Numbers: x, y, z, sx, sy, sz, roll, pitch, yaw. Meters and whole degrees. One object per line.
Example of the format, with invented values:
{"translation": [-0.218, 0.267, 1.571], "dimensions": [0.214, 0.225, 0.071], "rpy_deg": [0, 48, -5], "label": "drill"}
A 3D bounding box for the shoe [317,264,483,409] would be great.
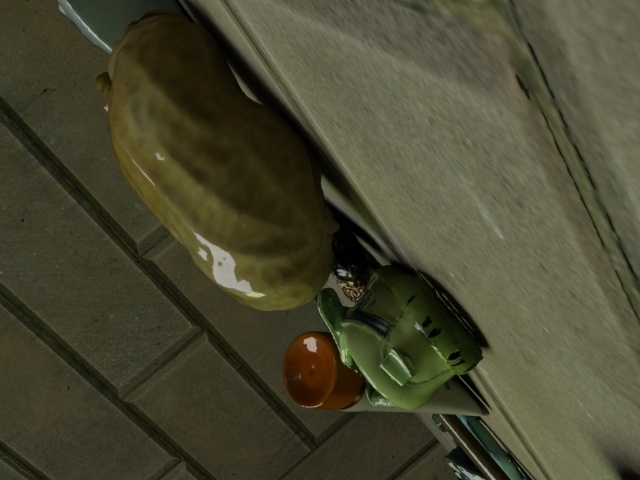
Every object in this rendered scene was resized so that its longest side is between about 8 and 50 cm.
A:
{"translation": [0.077, 0.092, 0.880], "dimensions": [0.140, 0.128, 0.262], "rpy_deg": [65, 173, -1], "label": "shoe"}

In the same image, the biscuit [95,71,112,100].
{"translation": [-0.183, -0.177, 1.042], "dimensions": [0.174, 0.039, 0.183], "rpy_deg": [5, -167, -18], "label": "biscuit"}

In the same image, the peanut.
{"translation": [-0.111, -0.075, 0.879], "dimensions": [0.340, 0.158, 0.174], "rpy_deg": [45, 144, 10], "label": "peanut"}

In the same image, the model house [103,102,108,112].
{"translation": [-0.226, -0.180, 1.362], "dimensions": [0.294, 0.154, 0.207], "rpy_deg": [52, 177, -13], "label": "model house"}

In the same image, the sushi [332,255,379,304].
{"translation": [0.041, 0.042, 1.076], "dimensions": [0.060, 0.062, 0.118], "rpy_deg": [19, -171, -39], "label": "sushi"}

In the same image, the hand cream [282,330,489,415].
{"translation": [0.091, 0.172, 1.052], "dimensions": [0.314, 0.089, 0.140], "rpy_deg": [14, -153, -51], "label": "hand cream"}

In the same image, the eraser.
{"translation": [-0.256, -0.290, 1.050], "dimensions": [0.189, 0.104, 0.290], "rpy_deg": [50, 176, -22], "label": "eraser"}

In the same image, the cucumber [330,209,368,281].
{"translation": [0.000, -0.009, 1.063], "dimensions": [0.068, 0.067, 0.293], "rpy_deg": [52, 174, -24], "label": "cucumber"}

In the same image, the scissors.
{"translation": [0.335, 0.408, 1.328], "dimensions": [0.360, 0.029, 0.191], "rpy_deg": [48, 171, 40], "label": "scissors"}

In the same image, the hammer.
{"translation": [0.251, 0.338, 1.300], "dimensions": [0.365, 0.043, 0.111], "rpy_deg": [49, 152, 30], "label": "hammer"}

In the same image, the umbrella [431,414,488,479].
{"translation": [0.305, 0.439, 1.535], "dimensions": [0.349, 0.094, 0.143], "rpy_deg": [50, 172, 40], "label": "umbrella"}
